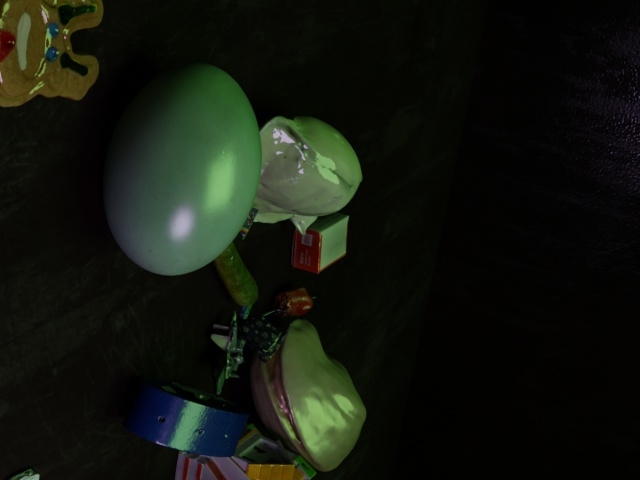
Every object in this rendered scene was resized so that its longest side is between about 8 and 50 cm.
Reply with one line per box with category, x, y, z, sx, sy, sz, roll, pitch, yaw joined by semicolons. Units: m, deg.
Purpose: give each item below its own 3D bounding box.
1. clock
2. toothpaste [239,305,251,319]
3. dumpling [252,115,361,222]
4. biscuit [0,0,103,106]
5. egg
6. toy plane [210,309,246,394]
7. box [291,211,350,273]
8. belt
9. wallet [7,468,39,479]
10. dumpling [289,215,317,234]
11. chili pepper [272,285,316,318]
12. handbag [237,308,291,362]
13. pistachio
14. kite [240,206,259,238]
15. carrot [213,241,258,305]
clock;-0.184;0.602;2.153;0.235;0.309;0.166;-23;126;-61
toothpaste;-0.191;0.168;2.190;0.020;0.017;0.083;34;75;-64
dumpling;-0.070;-0.147;1.980;0.315;0.233;0.395;-42;152;11
biscuit;-0.438;-0.298;1.229;0.334;0.047;0.202;-22;127;-61
egg;-0.247;-0.127;1.497;0.276;0.276;0.389;1;102;-67
toy plane;-0.232;0.305;2.114;0.192;0.088;0.262;-88;-178;-51
box;0.000;0.000;2.404;0.182;0.099;0.133;-33;134;-54
belt;-0.301;0.399;1.862;0.347;0.212;0.117;35;73;-63
wallet;-0.574;0.523;1.557;0.095;0.033;0.190;-28;133;-61
dumpling;-0.052;-0.111;2.229;0.134;0.100;0.169;-104;172;-55
chili pepper;-0.067;0.176;2.394;0.192;0.086;0.084;-6;85;-56
handbag;-0.138;0.233;2.190;0.139;0.115;0.072;-40;153;-18
pistachio;-0.038;0.431;2.326;0.445;0.281;0.365;67;19;-10
kite;-0.189;-0.058;1.969;0.090;0.004;0.122;-27;124;2
carrot;-0.219;0.047;1.969;0.074;0.074;0.358;-60;154;-27
